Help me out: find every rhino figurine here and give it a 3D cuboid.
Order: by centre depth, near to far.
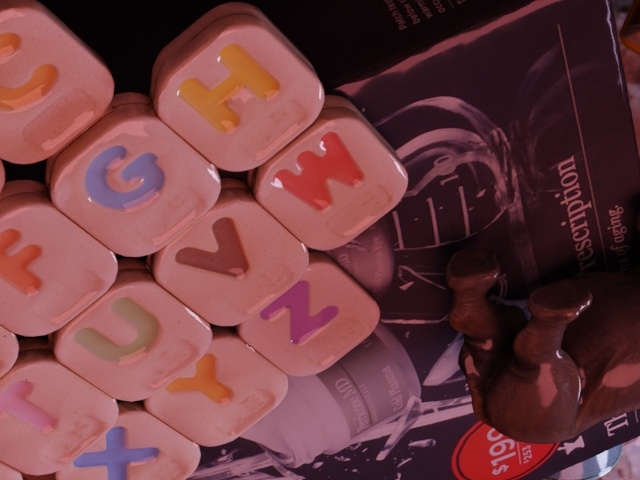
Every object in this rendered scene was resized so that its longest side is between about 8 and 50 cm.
[{"bbox_3d":[0.177,0.034,0.851,0.243,0.073,0.106,-14,130,-15],"label":"rhino figurine"}]

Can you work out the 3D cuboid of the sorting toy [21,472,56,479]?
[{"bbox_3d":[-0.218,0.107,0.928,0.038,0.193,0.208,-13,141,31],"label":"sorting toy"}]

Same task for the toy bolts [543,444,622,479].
[{"bbox_3d":[0.119,0.164,1.123,0.228,0.218,0.158,-22,132,-30],"label":"toy bolts"}]

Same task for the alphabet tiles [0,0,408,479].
[{"bbox_3d":[-0.102,0.025,0.741,0.284,0.021,0.278,-38,136,9],"label":"alphabet tiles"}]

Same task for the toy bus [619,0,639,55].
[{"bbox_3d":[0.273,-0.110,0.951,0.104,0.191,0.202,-65,153,-5],"label":"toy bus"}]

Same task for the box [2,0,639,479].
[{"bbox_3d":[0.000,0.000,0.916,0.312,0.179,0.343,-23,135,-2],"label":"box"}]
